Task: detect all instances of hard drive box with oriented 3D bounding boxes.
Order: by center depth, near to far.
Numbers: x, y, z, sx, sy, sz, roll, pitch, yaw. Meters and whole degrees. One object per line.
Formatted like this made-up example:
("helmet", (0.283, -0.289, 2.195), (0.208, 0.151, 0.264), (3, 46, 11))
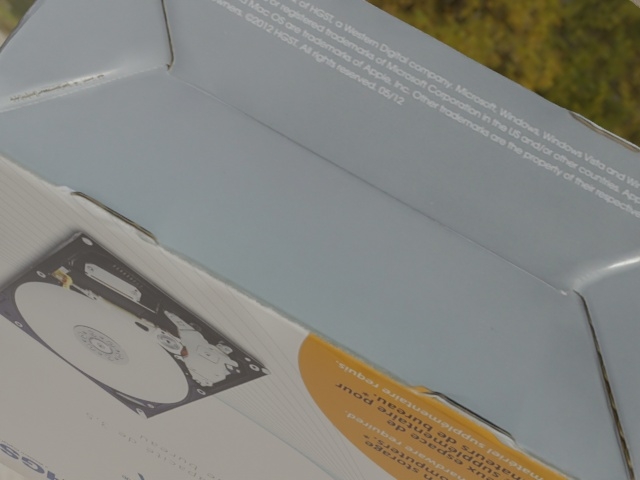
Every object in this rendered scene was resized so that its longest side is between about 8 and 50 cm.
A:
("hard drive box", (-0.010, 0.031, 0.471), (0.181, 0.089, 0.232), (29, -27, 2))

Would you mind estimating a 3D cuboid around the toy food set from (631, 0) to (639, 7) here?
("toy food set", (0.189, -0.217, 0.773), (0.128, 0.217, 0.071), (34, 11, 20))
